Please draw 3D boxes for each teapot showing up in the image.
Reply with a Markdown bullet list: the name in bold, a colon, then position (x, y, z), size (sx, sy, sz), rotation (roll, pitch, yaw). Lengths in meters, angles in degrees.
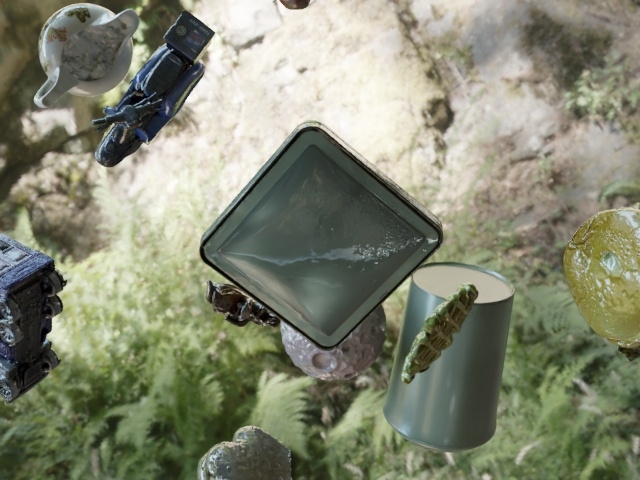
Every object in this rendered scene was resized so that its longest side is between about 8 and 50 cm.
- **teapot**: position (-0.526, -0.411, 1.773), size (0.298, 0.139, 0.204), rotation (-48, -53, 4)

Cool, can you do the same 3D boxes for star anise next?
- **star anise**: position (-0.208, 0.177, 2.088), size (0.214, 0.220, 0.099), rotation (174, 119, -79)

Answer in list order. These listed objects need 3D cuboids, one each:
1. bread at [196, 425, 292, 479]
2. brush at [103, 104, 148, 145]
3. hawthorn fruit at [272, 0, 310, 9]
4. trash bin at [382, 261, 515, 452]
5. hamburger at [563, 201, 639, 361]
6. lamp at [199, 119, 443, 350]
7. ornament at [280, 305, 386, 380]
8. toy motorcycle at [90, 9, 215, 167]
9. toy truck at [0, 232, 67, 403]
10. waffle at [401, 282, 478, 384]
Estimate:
- **bread**: position (-0.142, 0.476, 1.445), size (0.183, 0.337, 0.102), rotation (31, -62, -26)
- **brush**: position (-0.614, -0.373, 2.552), size (0.033, 0.178, 0.030), rotation (-45, 14, 36)
- **hawthorn fruit**: position (-0.062, -0.494, 1.598), size (0.103, 0.067, 0.066), rotation (11, 19, 39)
- **trash bin**: position (0.307, 0.293, 1.911), size (0.280, 0.280, 0.432), rotation (-18, -59, -47)
- **hamburger**: position (0.439, 0.041, 1.067), size (0.122, 0.189, 0.215), rotation (-13, -35, -29)
- **lamp**: position (0.000, 0.000, 1.146), size (0.269, 0.266, 0.047), rotation (-46, 17, 19)
- **ornament**: position (0.039, 0.198, 1.858), size (0.225, 0.260, 0.259), rotation (-14, -4, 24)
- **toy motorcycle**: position (-0.370, -0.312, 1.716), size (0.359, 0.125, 0.212), rotation (-56, 6, -10)
- **toy truck**: position (-0.545, 0.137, 1.379), size (0.124, 0.155, 0.268), rotation (-41, -28, -53)
- **waffle**: position (0.192, 0.150, 1.299), size (0.183, 0.036, 0.169), rotation (-28, -34, -48)
